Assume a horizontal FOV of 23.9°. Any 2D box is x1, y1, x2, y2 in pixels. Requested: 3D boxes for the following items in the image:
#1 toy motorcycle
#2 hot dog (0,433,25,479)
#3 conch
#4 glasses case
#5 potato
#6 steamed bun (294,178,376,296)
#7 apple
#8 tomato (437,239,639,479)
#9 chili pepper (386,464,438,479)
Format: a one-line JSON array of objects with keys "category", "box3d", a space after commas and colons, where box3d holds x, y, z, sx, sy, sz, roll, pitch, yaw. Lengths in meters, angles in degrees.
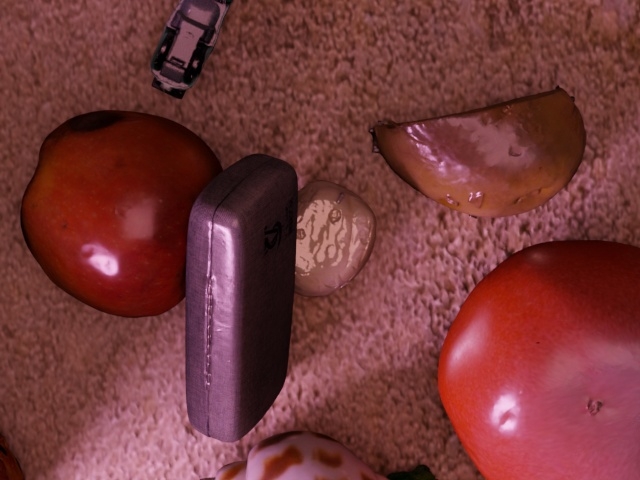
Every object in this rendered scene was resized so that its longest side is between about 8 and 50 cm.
[{"category": "toy motorcycle", "box3d": [-0.137, -0.240, 1.666, 0.058, 0.100, 0.173, 25, 96, -6]}, {"category": "hot dog", "box3d": [-0.483, 0.233, 1.552, 0.367, 0.365, 0.196, 29, 91, -6]}, {"category": "conch", "box3d": [-0.023, 0.304, 1.686, 0.275, 0.148, 0.183, 11, 104, 32]}, {"category": "glasses case", "box3d": [-0.085, 0.067, 1.615, 0.074, 0.131, 0.323, 20, 129, 21]}, {"category": "potato", "box3d": [0.187, -0.088, 1.703, 0.243, 0.098, 0.138, -12, 98, -2]}, {"category": "steamed bun", "box3d": [0.000, 0.000, 1.699, 0.112, 0.091, 0.130, 31, 90, -10]}, {"category": "apple", "box3d": [-0.217, -0.032, 1.622, 0.230, 0.230, 0.230, 0, 95, -4]}, {"category": "tomato", "box3d": [0.299, 0.165, 1.643, 0.341, 0.273, 0.341, 0, 95, -4]}, {"category": "chili pepper", "box3d": [0.071, 0.337, 1.756, 0.073, 0.050, 0.182, 29, 95, -13]}]
